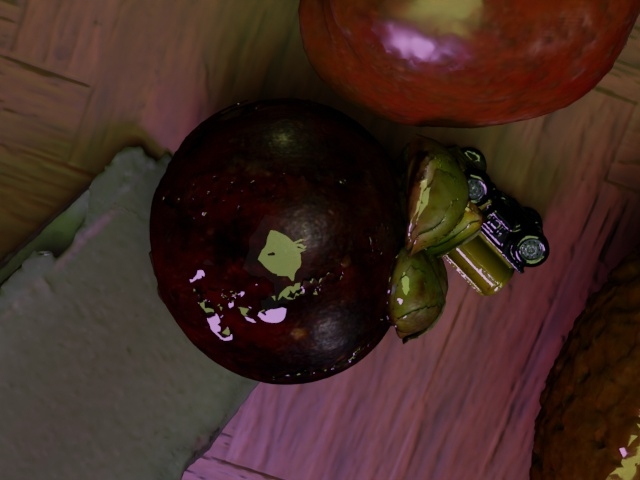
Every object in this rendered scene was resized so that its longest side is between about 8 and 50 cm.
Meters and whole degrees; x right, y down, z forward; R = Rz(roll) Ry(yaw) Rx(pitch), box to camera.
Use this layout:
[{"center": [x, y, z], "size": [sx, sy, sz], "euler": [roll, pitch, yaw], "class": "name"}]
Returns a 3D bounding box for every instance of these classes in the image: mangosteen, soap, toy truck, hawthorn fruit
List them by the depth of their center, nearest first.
[{"center": [0.078, -0.143, 0.924], "size": [0.189, 0.189, 0.189], "euler": [0, 109, 0], "class": "hawthorn fruit"}, {"center": [0.000, 0.000, 0.958], "size": [0.180, 0.166, 0.166], "euler": [-2, 109, 10], "class": "mangosteen"}, {"center": [-0.160, 0.114, 0.965], "size": [0.302, 0.258, 0.159], "euler": [-42, 102, 12], "class": "soap"}, {"center": [0.087, -0.013, 1.029], "size": [0.054, 0.049, 0.083], "euler": [-40, 105, 14], "class": "toy truck"}]

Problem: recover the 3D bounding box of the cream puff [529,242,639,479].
[{"center": [0.256, 0.112, 0.989], "size": [0.303, 0.212, 0.303], "euler": [-1, 102, -5], "class": "cream puff"}]
